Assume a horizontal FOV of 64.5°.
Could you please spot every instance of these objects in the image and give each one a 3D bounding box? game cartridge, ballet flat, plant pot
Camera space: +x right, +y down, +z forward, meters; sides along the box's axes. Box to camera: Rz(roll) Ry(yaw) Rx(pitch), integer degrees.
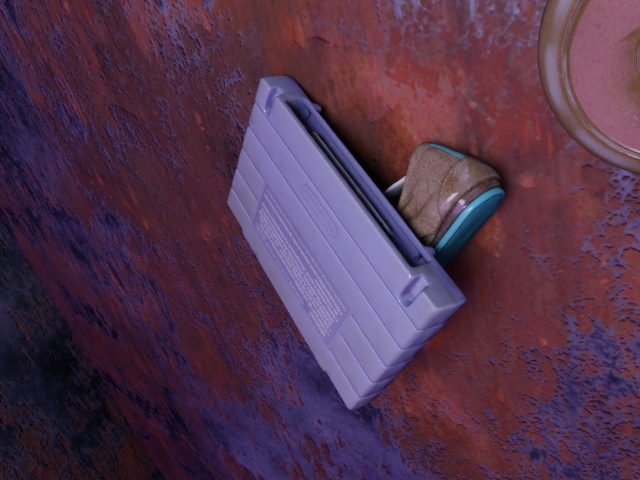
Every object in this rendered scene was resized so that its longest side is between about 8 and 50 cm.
[{"bbox_3d":[0.000,0.000,0.616,0.355,0.068,0.230,56,146,27],"label":"game cartridge"},{"bbox_3d":[0.094,0.021,0.625,0.124,0.116,0.342,51,144,28],"label":"ballet flat"},{"bbox_3d":[0.281,-0.145,0.378,0.236,0.032,0.236,23,135,25],"label":"plant pot"}]
